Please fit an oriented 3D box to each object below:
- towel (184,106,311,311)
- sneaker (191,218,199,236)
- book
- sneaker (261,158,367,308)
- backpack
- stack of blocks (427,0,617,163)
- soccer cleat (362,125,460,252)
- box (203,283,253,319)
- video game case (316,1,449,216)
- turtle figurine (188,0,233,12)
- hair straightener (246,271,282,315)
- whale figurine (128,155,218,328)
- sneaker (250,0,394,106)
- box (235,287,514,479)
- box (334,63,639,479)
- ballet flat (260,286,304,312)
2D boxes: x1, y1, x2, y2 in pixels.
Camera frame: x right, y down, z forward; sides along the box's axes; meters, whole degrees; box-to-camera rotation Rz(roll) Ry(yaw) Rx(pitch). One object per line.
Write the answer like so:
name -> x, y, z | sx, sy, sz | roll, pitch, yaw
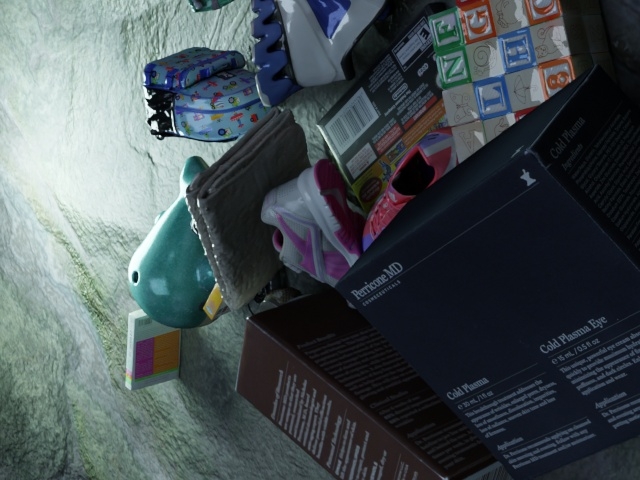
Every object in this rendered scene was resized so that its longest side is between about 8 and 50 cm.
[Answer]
towel -> -0.085, -0.040, 1.670 | 0.049, 0.187, 0.282 | 35, 156, 27
sneaker -> -0.113, -0.025, 1.809 | 0.152, 0.084, 0.058 | 1, 101, 21
book -> -0.284, 0.179, 2.130 | 0.035, 0.096, 0.144 | 32, 125, 39
sneaker -> 0.000, 0.000, 1.663 | 0.111, 0.103, 0.252 | -13, 131, 18
backpack -> -0.150, -0.205, 1.795 | 0.173, 0.158, 0.117 | 17, 122, 43
stack of blocks -> 0.213, -0.248, 1.387 | 0.171, 0.087, 0.297 | -11, 92, 42
soccer cleat -> 0.102, -0.049, 1.547 | 0.083, 0.095, 0.248 | 57, 137, 19
box -> -0.121, 0.067, 1.852 | 0.028, 0.081, 0.136 | 50, 139, 20
video game case -> 0.129, -0.121, 1.595 | 0.275, 0.035, 0.248 | -43, 69, 46
turtle figurine -> -0.098, -0.373, 1.709 | 0.234, 0.118, 0.175 | 42, 140, 15
hair straightener -> -0.090, 0.032, 1.904 | 0.089, 0.047, 0.230 | 1, 108, 49
whale figurine -> -0.220, 0.008, 1.954 | 0.216, 0.141, 0.272 | 42, 128, 47
sneaker -> -0.002, -0.334, 1.572 | 0.127, 0.182, 0.316 | -80, -16, -79
box -> 0.080, 0.222, 1.648 | 0.381, 0.191, 0.143 | 38, 129, 36
box -> 0.248, 0.047, 1.322 | 0.312, 0.179, 0.343 | 47, 139, -6
ballet flat -> -0.057, 0.137, 1.854 | 0.084, 0.058, 0.250 | 32, 151, 15
